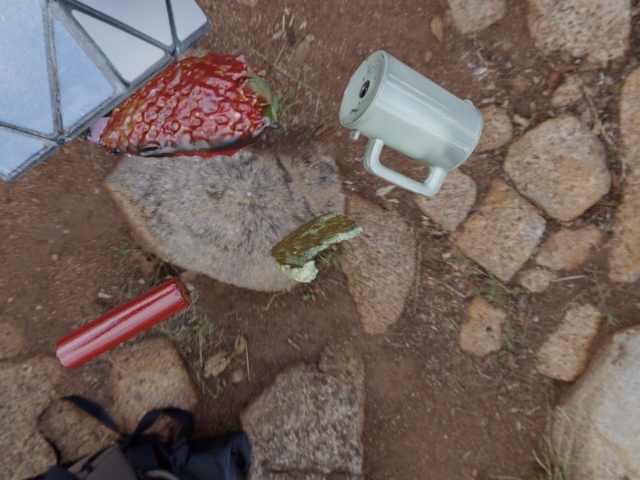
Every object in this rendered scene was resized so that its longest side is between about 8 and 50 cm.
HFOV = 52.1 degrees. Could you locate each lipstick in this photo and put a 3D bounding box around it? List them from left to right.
[{"bbox_3d":[-0.390,0.163,1.304,0.279,0.073,0.073,-28,96,2],"label":"lipstick"}]

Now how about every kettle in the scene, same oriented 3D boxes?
[{"bbox_3d":[0.227,-0.294,1.660,0.317,0.205,0.265,22,60,-26],"label":"kettle"}]

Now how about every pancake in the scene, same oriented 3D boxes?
[{"bbox_3d":[0.001,0.005,1.406,0.197,0.376,0.054,-13,107,23],"label":"pancake"}]

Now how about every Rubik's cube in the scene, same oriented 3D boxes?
[{"bbox_3d":[-0.272,-0.218,0.658,0.205,0.207,0.205,-25,112,29],"label":"Rubik's cube"}]

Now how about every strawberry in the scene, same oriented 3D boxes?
[{"bbox_3d":[-0.219,-0.213,1.020,0.306,0.233,0.138,-6,120,1],"label":"strawberry"}]

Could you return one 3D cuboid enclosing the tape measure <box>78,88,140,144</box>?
[{"bbox_3d":[-0.471,-0.324,1.453,0.149,0.245,0.232,24,111,-15],"label":"tape measure"}]
